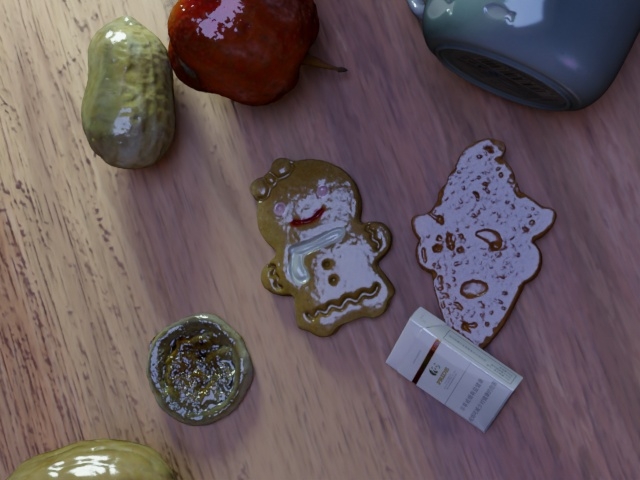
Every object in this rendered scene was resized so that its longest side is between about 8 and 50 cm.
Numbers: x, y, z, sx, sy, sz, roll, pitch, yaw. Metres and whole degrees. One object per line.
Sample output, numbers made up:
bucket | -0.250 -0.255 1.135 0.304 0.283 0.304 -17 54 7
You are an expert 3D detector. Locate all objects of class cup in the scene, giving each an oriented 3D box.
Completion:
cup | 0.238 -0.328 1.270 0.356 0.259 0.274 22 87 45

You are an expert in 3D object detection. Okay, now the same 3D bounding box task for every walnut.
walnut | -0.288 0.360 1.292 0.261 0.225 0.225 -13 79 -2

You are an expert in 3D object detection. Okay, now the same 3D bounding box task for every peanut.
peanut | -0.262 -0.200 1.408 0.129 0.129 0.224 -3 72 12

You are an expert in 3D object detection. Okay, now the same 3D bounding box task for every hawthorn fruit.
hawthorn fruit | -0.077 -0.262 1.353 0.243 0.207 0.207 22 87 -12

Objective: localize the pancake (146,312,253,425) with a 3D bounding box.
pancake | -0.165 0.173 1.383 0.151 0.025 0.152 -1 83 12

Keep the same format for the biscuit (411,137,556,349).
biscuit | 0.205 0.009 1.316 0.183 0.043 0.280 3 88 16

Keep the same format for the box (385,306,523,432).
box | 0.164 0.161 1.286 0.154 0.040 0.084 35 129 15

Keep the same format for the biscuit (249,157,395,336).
biscuit | -0.001 -0.001 1.366 0.184 0.035 0.249 -21 78 9
